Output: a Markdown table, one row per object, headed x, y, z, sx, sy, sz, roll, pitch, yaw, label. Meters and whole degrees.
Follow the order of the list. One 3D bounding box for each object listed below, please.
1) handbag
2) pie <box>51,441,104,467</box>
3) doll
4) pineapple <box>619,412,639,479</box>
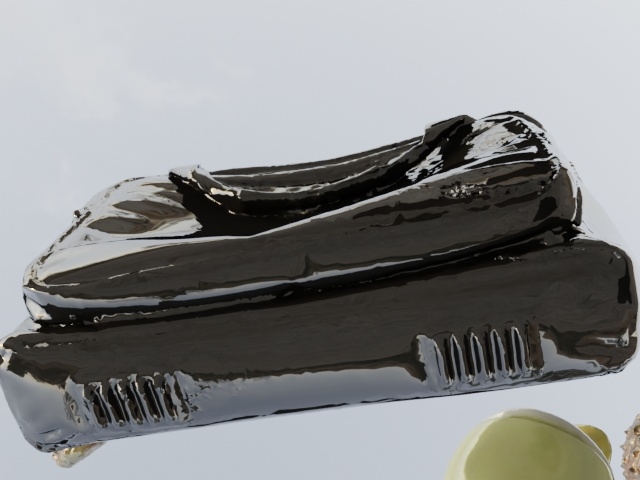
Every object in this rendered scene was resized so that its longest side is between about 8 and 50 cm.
| x | y | z | sx | sy | sz | roll | pitch | yaw | label |
| --- | --- | --- | --- | --- | --- | --- | --- | --- | --- |
| 0.000 | 0.000 | 0.441 | 0.275 | 0.088 | 0.244 | -12 | -162 | 9 | handbag |
| -0.340 | 0.257 | 1.343 | 0.084 | 0.178 | 0.205 | 54 | -170 | -18 | pie |
| 0.145 | 0.237 | 0.691 | 0.141 | 0.117 | 0.296 | 17 | -138 | 27 | doll |
| 0.529 | 0.395 | 1.330 | 0.169 | 0.169 | 0.340 | 36 | -145 | 5 | pineapple |
